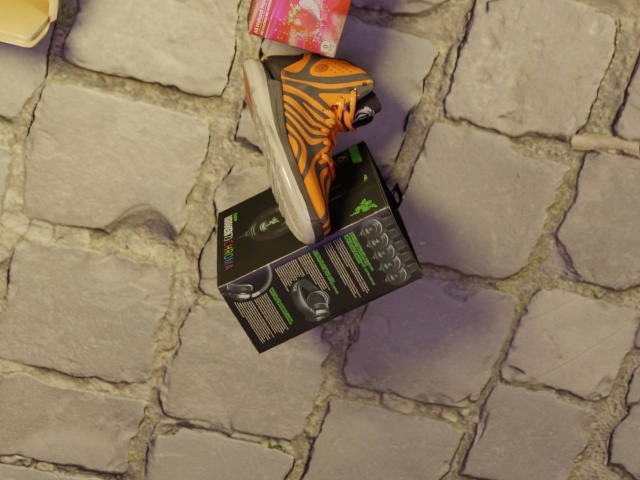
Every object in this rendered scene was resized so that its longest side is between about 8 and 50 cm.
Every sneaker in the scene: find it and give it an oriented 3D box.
[{"bbox_3d":[0.008,-0.150,1.355,0.180,0.321,0.124,-12,151,-8],"label":"sneaker"}]

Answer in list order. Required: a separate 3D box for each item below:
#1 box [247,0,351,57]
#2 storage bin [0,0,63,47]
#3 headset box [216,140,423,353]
[{"bbox_3d":[-0.009,-0.397,1.326,0.128,0.122,0.256,14,113,-10],"label":"box"},{"bbox_3d":[-0.457,-0.406,1.235,0.260,0.123,0.262,13,137,-10],"label":"storage bin"},{"bbox_3d":[0.000,0.000,1.444,0.283,0.246,0.131,-25,117,8],"label":"headset box"}]
